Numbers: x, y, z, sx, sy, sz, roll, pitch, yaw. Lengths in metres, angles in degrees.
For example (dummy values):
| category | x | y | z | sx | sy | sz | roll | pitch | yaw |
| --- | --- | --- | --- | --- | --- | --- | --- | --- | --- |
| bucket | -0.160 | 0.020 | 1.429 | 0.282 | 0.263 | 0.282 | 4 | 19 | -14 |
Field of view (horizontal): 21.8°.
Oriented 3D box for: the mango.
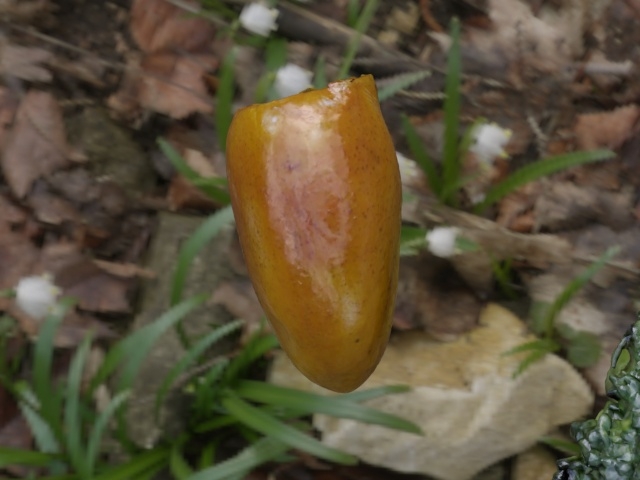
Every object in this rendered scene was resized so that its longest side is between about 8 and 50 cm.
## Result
| category | x | y | z | sx | sy | sz | roll | pitch | yaw |
| --- | --- | --- | --- | --- | --- | --- | --- | --- | --- |
| mango | 0.000 | 0.000 | 1.268 | 0.154 | 0.126 | 0.252 | -135 | 36 | -66 |

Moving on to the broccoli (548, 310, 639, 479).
| category | x | y | z | sx | sy | sz | roll | pitch | yaw |
| --- | --- | --- | --- | --- | --- | --- | --- | --- | --- |
| broccoli | 0.323 | 0.162 | 1.438 | 0.288 | 0.245 | 0.248 | -9 | 99 | 3 |
